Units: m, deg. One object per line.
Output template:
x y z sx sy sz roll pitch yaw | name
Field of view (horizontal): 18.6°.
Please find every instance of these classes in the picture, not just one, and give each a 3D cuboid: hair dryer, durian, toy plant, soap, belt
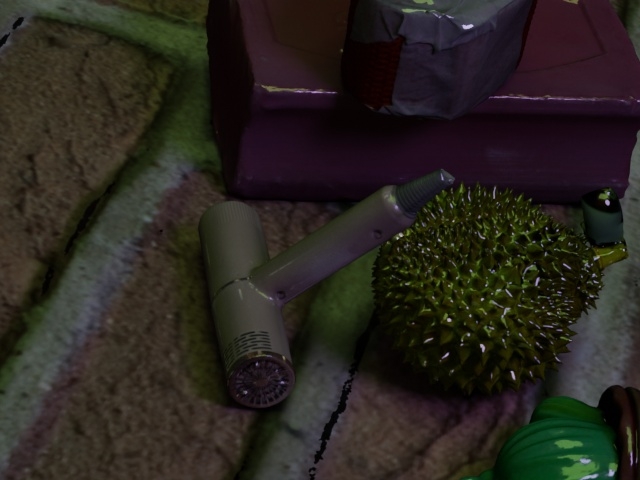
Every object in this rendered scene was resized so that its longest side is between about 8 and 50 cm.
0.000 -0.009 1.456 0.053 0.220 0.195 35 23 -31 | hair dryer
0.126 0.035 1.479 0.159 0.146 0.198 16 28 38 | durian
0.191 0.155 1.368 0.200 0.105 0.143 -2 28 1 | toy plant
0.085 -0.145 1.720 0.359 0.128 0.233 0 40 -14 | soap
0.100 -0.191 1.583 0.128 0.124 0.201 29 42 21 | belt
